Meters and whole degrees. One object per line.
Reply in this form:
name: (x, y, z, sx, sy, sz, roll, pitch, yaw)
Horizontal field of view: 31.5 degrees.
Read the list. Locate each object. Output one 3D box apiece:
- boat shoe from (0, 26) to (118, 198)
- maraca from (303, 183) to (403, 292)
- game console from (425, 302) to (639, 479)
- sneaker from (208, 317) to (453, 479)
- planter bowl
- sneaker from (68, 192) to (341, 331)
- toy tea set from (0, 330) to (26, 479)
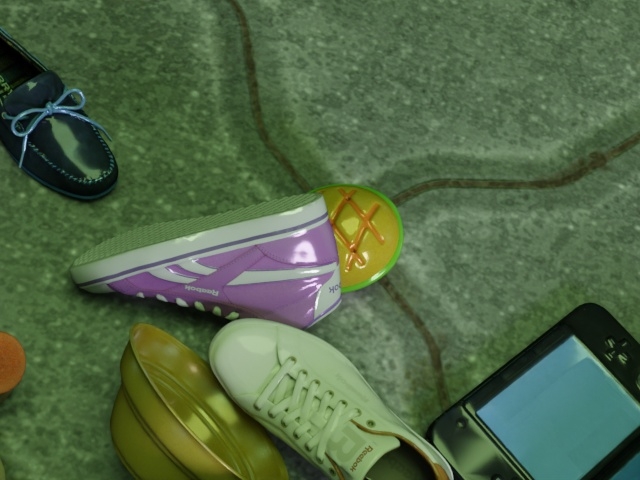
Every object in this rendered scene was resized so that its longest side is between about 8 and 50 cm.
boat shoe: (-0.329, -0.149, 1.269, 0.258, 0.089, 0.109, 39, 58, 10)
maraca: (0.000, 0.000, 1.262, 0.186, 0.099, 0.127, -9, 67, 8)
game console: (0.304, 0.191, 1.176, 0.293, 0.173, 0.250, -32, 72, -29)
sneaker: (0.015, 0.173, 1.113, 0.290, 0.123, 0.106, 34, 90, 0)
planter bowl: (-0.135, 0.187, 1.087, 0.090, 0.217, 0.217, -42, 74, 5)
sneaker: (-0.117, 0.056, 1.194, 0.282, 0.161, 0.102, -10, 17, 10)
toy tea set: (-0.411, 0.198, 1.029, 0.336, 0.124, 0.200, -23, 101, -44)
